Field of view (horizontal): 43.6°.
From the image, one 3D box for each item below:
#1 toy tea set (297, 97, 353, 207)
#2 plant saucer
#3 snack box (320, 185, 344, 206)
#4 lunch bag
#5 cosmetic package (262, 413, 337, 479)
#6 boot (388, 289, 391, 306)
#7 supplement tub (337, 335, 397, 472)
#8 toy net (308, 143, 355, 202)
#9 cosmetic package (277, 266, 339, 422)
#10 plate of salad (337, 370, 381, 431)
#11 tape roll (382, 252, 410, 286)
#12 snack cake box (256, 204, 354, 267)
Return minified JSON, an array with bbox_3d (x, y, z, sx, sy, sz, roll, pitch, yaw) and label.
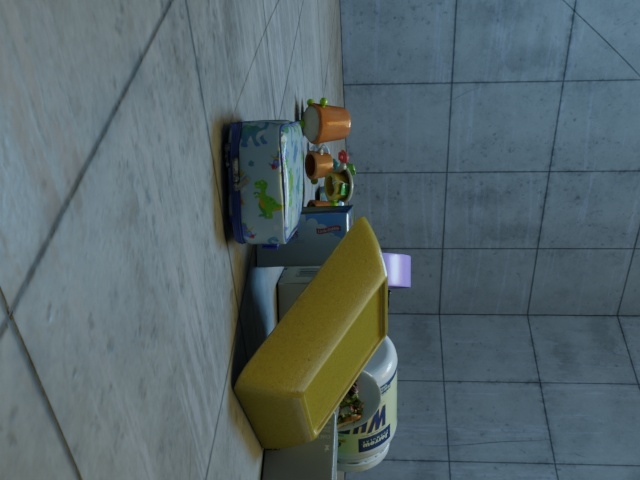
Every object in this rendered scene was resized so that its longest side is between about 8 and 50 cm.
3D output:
[{"bbox_3d":[-0.014,-0.183,1.934,0.200,0.124,0.335,-179,-95,-66],"label":"toy tea set"},{"bbox_3d":[0.014,0.176,1.284,0.332,0.081,0.332,-52,159,-22],"label":"plant saucer"},{"bbox_3d":[0.045,-0.058,2.417,0.174,0.070,0.206,-94,174,-79],"label":"snack box"},{"bbox_3d":[-0.074,-0.083,1.136,0.219,0.090,0.175,-64,153,-79],"label":"lunch bag"},{"bbox_3d":[-0.036,0.424,1.383,0.107,0.127,0.237,85,5,-48],"label":"cosmetic package"},{"bbox_3d":[0.121,0.188,2.617,0.338,0.223,0.118,-68,156,-77],"label":"boot"},{"bbox_3d":[0.072,0.390,1.980,0.235,0.236,0.324,-83,171,-55],"label":"supplement tub"},{"bbox_3d":[0.017,-0.198,2.063,0.232,0.045,0.122,56,-36,44],"label":"toy net"},{"bbox_3d":[-0.021,0.214,1.636,0.160,0.113,0.309,-71,160,-75],"label":"cosmetic package"},{"bbox_3d":[0.038,0.361,1.786,0.048,0.200,0.199,-94,-179,-58],"label":"plate of salad"},{"bbox_3d":[0.112,0.086,2.212,0.275,0.275,0.090,48,44,-83],"label":"tape roll"},{"bbox_3d":[-0.019,-0.012,1.418,0.264,0.152,0.089,-52,141,-83],"label":"snack cake box"}]
